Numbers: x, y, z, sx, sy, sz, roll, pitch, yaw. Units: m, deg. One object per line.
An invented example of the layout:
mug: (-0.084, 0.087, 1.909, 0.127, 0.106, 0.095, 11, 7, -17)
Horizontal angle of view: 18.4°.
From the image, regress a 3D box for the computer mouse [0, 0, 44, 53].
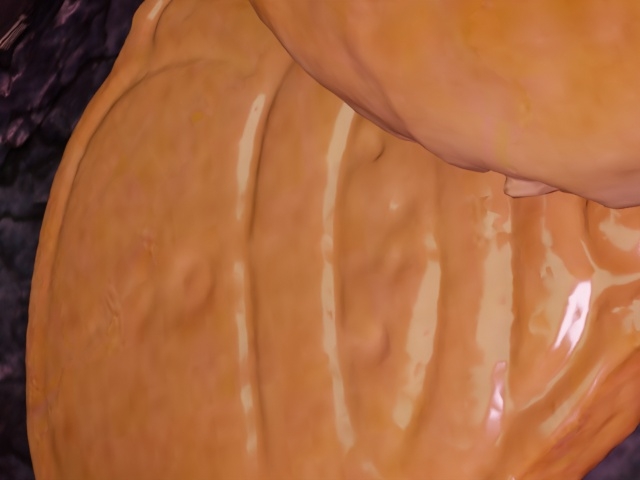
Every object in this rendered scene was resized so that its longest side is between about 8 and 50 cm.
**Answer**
computer mouse: (-0.164, -0.194, 0.951, 0.170, 0.100, 0.269, 127, 145, -61)

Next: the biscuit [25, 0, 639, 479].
biscuit: (0.000, 0.000, 0.786, 0.351, 0.057, 0.312, -28, 60, 35)

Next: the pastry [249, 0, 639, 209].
pastry: (0.112, -0.215, 0.595, 0.409, 0.245, 0.410, -14, 64, 31)
